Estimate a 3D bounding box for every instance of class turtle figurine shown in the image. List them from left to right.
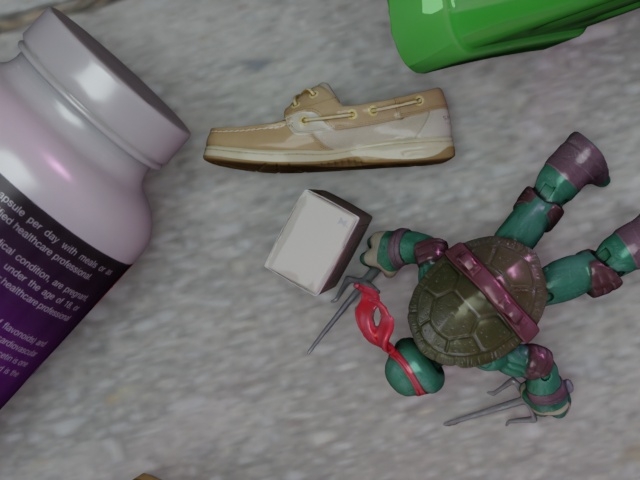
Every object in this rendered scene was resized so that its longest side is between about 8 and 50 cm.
[{"bbox_3d":[0.114,0.042,1.123,0.234,0.118,0.175,-39,87,-1],"label":"turtle figurine"}]

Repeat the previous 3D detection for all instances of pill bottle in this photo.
[{"bbox_3d":[-0.237,0.009,1.119,0.181,0.181,0.323,44,94,4],"label":"pill bottle"}]

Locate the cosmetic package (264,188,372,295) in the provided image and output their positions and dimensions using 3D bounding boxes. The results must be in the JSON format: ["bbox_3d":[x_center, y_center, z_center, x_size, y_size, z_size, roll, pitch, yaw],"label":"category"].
[{"bbox_3d":[0.000,0.000,1.129,0.041,0.115,0.060,29,92,5],"label":"cosmetic package"}]

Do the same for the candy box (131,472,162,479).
[{"bbox_3d":[0.000,0.252,1.095,0.316,0.183,0.087,20,91,5],"label":"candy box"}]

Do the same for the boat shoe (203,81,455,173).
[{"bbox_3d":[0.005,-0.077,1.159,0.170,0.063,0.059,-2,87,-4],"label":"boat shoe"}]

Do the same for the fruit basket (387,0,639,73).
[{"bbox_3d":[0.055,-0.286,1.040,0.392,0.283,0.392,6,103,29],"label":"fruit basket"}]
